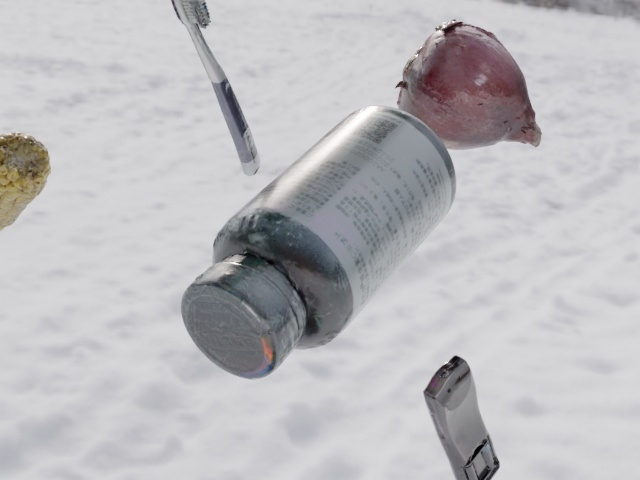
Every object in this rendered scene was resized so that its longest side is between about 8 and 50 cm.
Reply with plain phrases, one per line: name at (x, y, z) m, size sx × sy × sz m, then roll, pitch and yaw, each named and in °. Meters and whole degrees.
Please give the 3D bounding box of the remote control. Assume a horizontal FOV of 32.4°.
remote control at (0.145, 0.193, 1.116) m, size 0.059 × 0.212 × 0.028 m, roll -44°, pitch 50°, yaw -18°

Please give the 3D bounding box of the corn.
corn at (-0.401, -0.074, 1.366) m, size 0.106 × 0.106 × 0.293 m, roll -6°, pitch -7°, yaw -26°

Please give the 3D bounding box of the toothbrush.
toothbrush at (-0.084, -0.132, 0.972) m, size 0.026 × 0.288 × 0.024 m, roll 28°, pitch 71°, yaw 20°

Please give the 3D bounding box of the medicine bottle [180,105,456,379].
medicine bottle at (0.000, 0.000, 0.999) m, size 0.141 × 0.141 × 0.293 m, roll 18°, pitch 41°, yaw 28°

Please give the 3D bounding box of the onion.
onion at (0.193, -0.176, 1.378) m, size 0.195 × 0.159 × 0.159 m, roll 30°, pitch 24°, yaw -2°
